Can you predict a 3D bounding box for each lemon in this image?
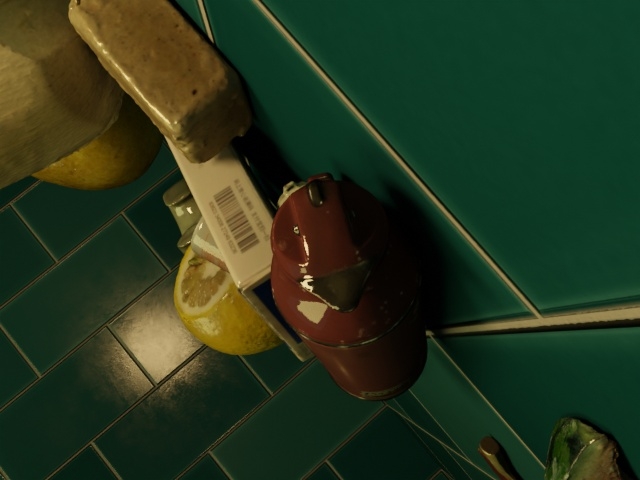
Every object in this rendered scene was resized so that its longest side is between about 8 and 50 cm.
[{"bbox_3d":[-0.120,0.087,1.140,0.219,0.240,0.240,30,-173,-38],"label":"lemon"}]

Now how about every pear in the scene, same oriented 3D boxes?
[{"bbox_3d":[-0.425,-0.246,1.137,0.304,0.304,0.304,49,173,9],"label":"pear"}]

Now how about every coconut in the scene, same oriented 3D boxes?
[{"bbox_3d":[-0.410,-0.225,0.717,0.346,0.360,0.346,59,178,3],"label":"coconut"}]

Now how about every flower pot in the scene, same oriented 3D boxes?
[{"bbox_3d":[-0.207,0.033,1.475,0.367,0.164,0.254,48,-168,-47],"label":"flower pot"}]

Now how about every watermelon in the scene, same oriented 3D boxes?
[{"bbox_3d":[0.190,0.174,0.458,0.155,0.080,0.101,52,-152,-34],"label":"watermelon"}]

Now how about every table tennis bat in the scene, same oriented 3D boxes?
[{"bbox_3d":[0.261,0.328,0.894,0.131,0.022,0.234,43,171,46],"label":"table tennis bat"}]

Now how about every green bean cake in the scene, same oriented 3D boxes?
[{"bbox_3d":[-0.152,-0.167,0.615,0.179,0.085,0.109,48,173,9],"label":"green bean cake"}]

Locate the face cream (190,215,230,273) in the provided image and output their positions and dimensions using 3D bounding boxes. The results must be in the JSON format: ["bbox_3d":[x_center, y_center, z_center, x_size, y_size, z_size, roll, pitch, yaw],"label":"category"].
[{"bbox_3d":[-0.057,0.034,0.925,0.252,0.101,0.101,30,171,5],"label":"face cream"}]

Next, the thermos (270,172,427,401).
[{"bbox_3d":[0.033,0.037,0.525,0.109,0.136,0.330,13,160,16],"label":"thermos"}]

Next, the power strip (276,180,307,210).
[{"bbox_3d":[0.000,0.000,0.687,0.030,0.047,0.191,49,173,35],"label":"power strip"}]

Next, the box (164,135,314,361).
[{"bbox_3d":[-0.095,-0.042,0.753,0.343,0.065,0.200,58,179,35],"label":"box"}]
